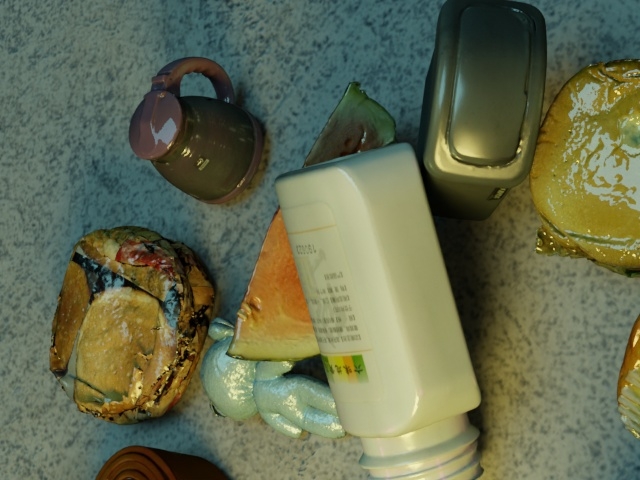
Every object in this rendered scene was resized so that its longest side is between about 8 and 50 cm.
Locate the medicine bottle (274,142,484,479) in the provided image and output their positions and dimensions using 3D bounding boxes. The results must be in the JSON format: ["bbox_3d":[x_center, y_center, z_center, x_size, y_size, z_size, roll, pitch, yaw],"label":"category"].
[{"bbox_3d":[0.061,0.079,1.576,0.179,0.124,0.324,-9,96,64],"label":"medicine bottle"}]

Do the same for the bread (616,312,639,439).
[{"bbox_3d":[0.326,0.095,1.415,0.114,0.132,0.190,32,112,47],"label":"bread"}]

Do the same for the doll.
[{"bbox_3d":[-0.044,0.150,1.756,0.179,0.075,0.120,13,115,21],"label":"doll"}]

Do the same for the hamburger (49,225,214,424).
[{"bbox_3d":[-0.211,0.096,1.881,0.231,0.107,0.231,-9,75,35],"label":"hamburger"}]

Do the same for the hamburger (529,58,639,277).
[{"bbox_3d":[0.298,-0.062,1.510,0.215,0.122,0.189,-3,81,35],"label":"hamburger"}]

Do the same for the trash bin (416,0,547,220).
[{"bbox_3d":[0.144,-0.121,1.580,0.101,0.236,0.177,5,76,-2],"label":"trash bin"}]

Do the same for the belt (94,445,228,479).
[{"bbox_3d":[-0.165,0.345,1.763,0.184,0.105,0.261,-28,61,31],"label":"belt"}]

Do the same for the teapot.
[{"bbox_3d":[-0.137,-0.124,1.862,0.116,0.146,0.148,32,96,41],"label":"teapot"}]

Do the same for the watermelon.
[{"bbox_3d":[0.025,0.012,1.703,0.128,0.159,0.303,23,79,15],"label":"watermelon"}]
